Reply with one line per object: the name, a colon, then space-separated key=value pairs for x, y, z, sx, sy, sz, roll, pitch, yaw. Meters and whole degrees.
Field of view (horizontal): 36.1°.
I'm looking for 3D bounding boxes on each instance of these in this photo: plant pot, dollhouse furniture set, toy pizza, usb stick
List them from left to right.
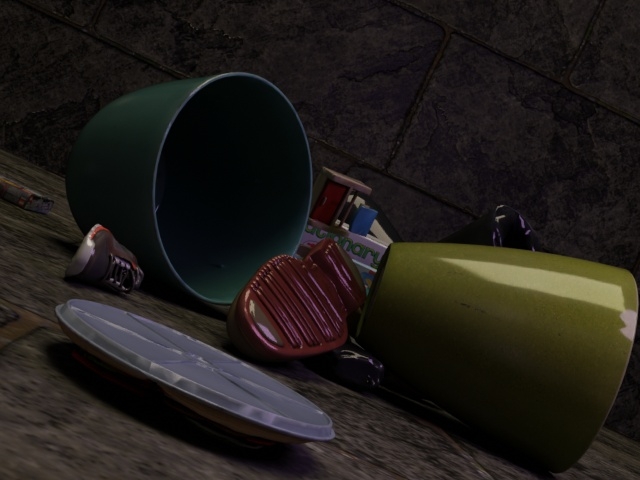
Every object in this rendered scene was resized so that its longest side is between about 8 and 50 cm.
plant pot: x=-0.191 y=-0.074 z=1.294 sx=0.235 sy=0.293 sz=0.293 roll=7 pitch=-12 yaw=38
toy pizza: x=-0.085 y=0.093 z=0.649 sx=0.201 sy=0.032 sz=0.201 roll=25 pitch=-2 yaw=1
dollhouse furniture set: x=0.000 y=0.000 z=1.395 sx=0.129 sy=0.183 sz=0.129 roll=19 pitch=13 yaw=-36
usb stick: x=0.006 y=0.138 z=1.269 sx=0.077 sy=0.045 sz=0.278 roll=18 pitch=2 yaw=-18
plant pot: x=0.204 y=0.114 z=1.250 sx=0.294 sy=0.274 sz=0.275 roll=21 pitch=-1 yaw=-1

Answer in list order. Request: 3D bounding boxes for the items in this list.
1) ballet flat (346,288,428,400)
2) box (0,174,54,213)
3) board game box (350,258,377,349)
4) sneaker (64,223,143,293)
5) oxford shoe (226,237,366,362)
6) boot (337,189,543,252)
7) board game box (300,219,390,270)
ballet flat: x=0.092 y=0.156 z=1.381 sx=0.232 sy=0.073 sz=0.080 roll=49 pitch=19 yaw=-18
box: x=-0.499 y=-0.084 z=1.541 sx=0.137 sy=0.027 sz=0.094 roll=25 pitch=0 yaw=7
board game box: x=0.117 y=0.139 z=1.562 sx=0.142 sy=0.144 sz=0.275 roll=25 pitch=0 yaw=36
sneaker: x=-0.215 y=0.025 z=1.020 sx=0.065 sy=0.061 sz=0.158 roll=31 pitch=0 yaw=2
oxford shoe: x=-0.044 y=0.091 z=1.148 sx=0.123 sy=0.130 sz=0.348 roll=59 pitch=18 yaw=4
boot: x=0.197 y=0.023 z=1.774 sx=0.367 sy=0.146 sz=0.445 roll=62 pitch=-26 yaw=-1
board game box: x=-0.020 y=0.047 z=1.707 sx=0.305 sy=0.193 sz=0.053 roll=25 pitch=11 yaw=-8
